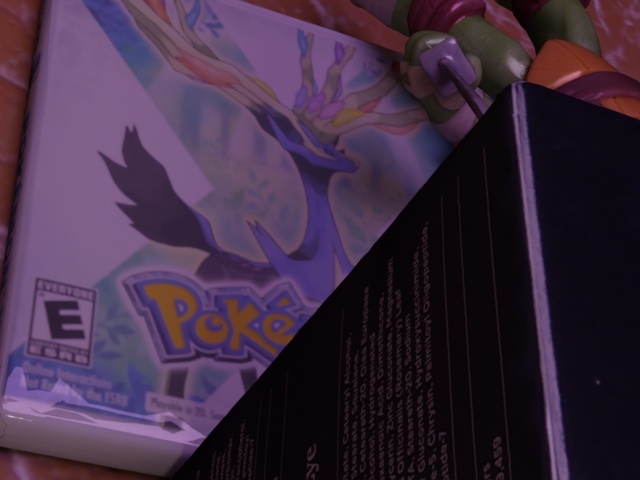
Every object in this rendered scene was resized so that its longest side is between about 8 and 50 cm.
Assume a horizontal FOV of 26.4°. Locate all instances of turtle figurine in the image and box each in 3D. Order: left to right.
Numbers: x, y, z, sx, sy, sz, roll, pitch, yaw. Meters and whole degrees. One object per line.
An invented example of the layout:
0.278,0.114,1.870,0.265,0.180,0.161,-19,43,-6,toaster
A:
0.134,-0.122,0.720,0.266,0.198,0.275,54,3,37,turtle figurine

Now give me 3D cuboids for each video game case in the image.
0.000,0.000,0.732,0.329,0.036,0.300,14,51,-21,video game case

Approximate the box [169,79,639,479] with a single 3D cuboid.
0.141,0.142,0.522,0.343,0.312,0.179,16,50,-20,box
